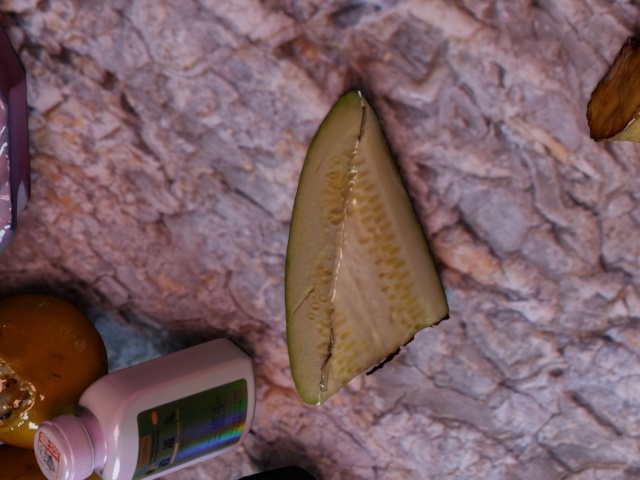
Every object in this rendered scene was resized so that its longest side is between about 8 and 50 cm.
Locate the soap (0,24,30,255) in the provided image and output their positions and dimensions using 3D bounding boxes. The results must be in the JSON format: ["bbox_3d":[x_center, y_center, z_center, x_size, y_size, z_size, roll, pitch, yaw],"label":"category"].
[{"bbox_3d":[-0.371,-0.057,1.634,0.193,0.109,0.324,29,121,-11],"label":"soap"}]

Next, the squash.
[{"bbox_3d":[0.000,0.000,1.609,0.169,0.093,0.252,-35,119,-23],"label":"squash"}]

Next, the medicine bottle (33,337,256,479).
[{"bbox_3d":[-0.167,0.174,1.683,0.078,0.219,0.115,37,130,38],"label":"medicine bottle"}]

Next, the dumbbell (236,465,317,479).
[{"bbox_3d":[-0.145,0.360,1.788,0.322,0.204,0.204,-15,117,17],"label":"dumbbell"}]

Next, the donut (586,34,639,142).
[{"bbox_3d":[0.303,-0.155,1.464,0.085,0.141,0.217,18,126,-10],"label":"donut"}]

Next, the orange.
[{"bbox_3d":[-0.283,0.129,1.709,0.154,0.134,0.155,2,99,12],"label":"orange"}]

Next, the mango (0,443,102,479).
[{"bbox_3d":[-0.310,0.271,1.734,0.176,0.317,0.119,5,128,51],"label":"mango"}]
